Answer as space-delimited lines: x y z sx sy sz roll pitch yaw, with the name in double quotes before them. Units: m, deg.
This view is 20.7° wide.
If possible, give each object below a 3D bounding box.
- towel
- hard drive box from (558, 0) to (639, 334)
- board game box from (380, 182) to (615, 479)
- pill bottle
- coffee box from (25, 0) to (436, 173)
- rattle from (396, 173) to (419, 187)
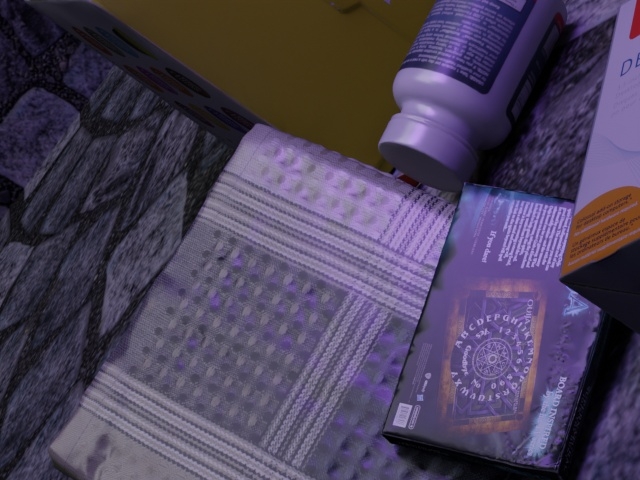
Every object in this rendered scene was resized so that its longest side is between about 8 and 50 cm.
"towel" 0.003 0.093 1.233 0.324 0.056 0.312 25 78 31
"hard drive box" 0.255 -0.075 1.078 0.181 0.089 0.232 -32 32 49
"board game box" 0.127 0.057 1.147 0.126 0.026 0.186 11 71 27
"pill bottle" 0.123 -0.137 1.466 0.180 0.108 0.108 -62 20 -14
"coffee box" -0.043 -0.282 1.742 0.338 0.337 0.334 -58 20 -5
"rattle" 0.000 0.000 1.512 0.130 0.143 0.199 122 167 -69
